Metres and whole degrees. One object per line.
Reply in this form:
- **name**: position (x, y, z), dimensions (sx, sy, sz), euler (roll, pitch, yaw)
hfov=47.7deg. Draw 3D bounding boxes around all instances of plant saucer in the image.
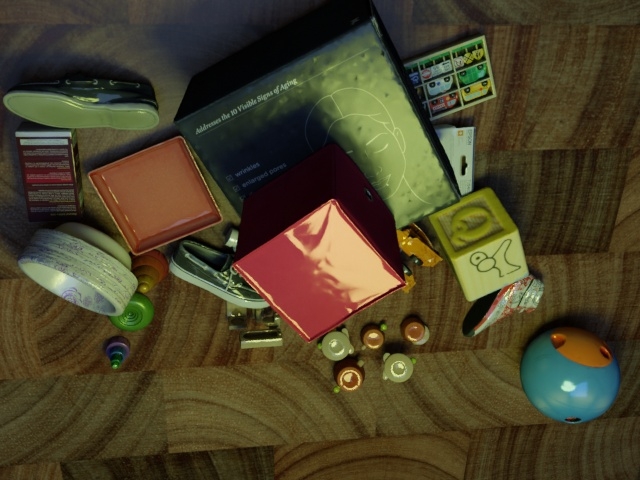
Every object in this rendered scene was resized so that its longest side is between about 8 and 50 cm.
- **plant saucer**: position (-0.416, -0.118, 1.852), dimensions (0.259, 0.047, 0.259), euler (-21, 118, 3)

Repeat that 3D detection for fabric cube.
- **fabric cube**: position (0.000, 0.000, 1.513), dimensions (0.259, 0.258, 0.254), euler (-32, 116, 18)

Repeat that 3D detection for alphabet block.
- **alphabet block**: position (0.426, 0.011, 1.950), dimensions (0.192, 0.193, 0.197), euler (-26, 135, 3)

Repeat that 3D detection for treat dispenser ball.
- **treat dispenser ball**: position (0.750, 0.404, 2.183), dimensions (0.288, 0.288, 0.288), euler (-4, 119, -7)

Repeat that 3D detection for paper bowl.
- **paper bowl**: position (-0.593, 0.062, 1.817), dimensions (0.284, 0.148, 0.284), euler (19, 154, 10)

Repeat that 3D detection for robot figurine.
- **robot figurine**: position (0.179, 0.008, 1.957), dimensions (0.291, 0.085, 0.211), euler (39, 103, -24)

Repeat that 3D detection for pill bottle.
- **pill bottle**: position (-0.193, 0.010, 1.945), dimensions (0.120, 0.067, 0.067), euler (23, 112, -20)

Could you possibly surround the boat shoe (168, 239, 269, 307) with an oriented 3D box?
- **boat shoe**: position (-0.248, 0.082, 1.950), dimensions (0.306, 0.113, 0.105), euler (27, 126, -12)

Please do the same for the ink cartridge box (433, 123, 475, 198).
- **ink cartridge box**: position (0.295, -0.196, 1.925), dimensions (0.224, 0.045, 0.223), euler (-7, 119, -6)

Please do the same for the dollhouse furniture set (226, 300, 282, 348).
- **dollhouse furniture set**: position (-0.184, 0.202, 2.003), dimensions (0.144, 0.151, 0.123), euler (-3, 118, -10)

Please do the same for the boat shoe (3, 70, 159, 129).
- **boat shoe**: position (-0.547, -0.337, 1.679), dimensions (0.340, 0.113, 0.127), euler (1, 155, -9)

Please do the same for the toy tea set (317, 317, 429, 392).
- **toy tea set**: position (0.168, 0.337, 2.177), dimensions (0.336, 0.124, 0.199), euler (-11, 90, 1)

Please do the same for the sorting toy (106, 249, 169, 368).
- **sorting toy**: position (-0.512, 0.202, 1.964), dimensions (0.127, 0.126, 0.365), euler (17, 113, -18)

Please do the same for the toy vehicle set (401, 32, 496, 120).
- **toy vehicle set**: position (0.298, -0.397, 1.823), dimensions (0.267, 0.035, 0.166), euler (-20, 119, 2)

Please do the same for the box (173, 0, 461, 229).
- **box**: position (0.002, -0.240, 1.682), dimensions (0.480, 0.297, 0.471), euler (-24, 121, 14)

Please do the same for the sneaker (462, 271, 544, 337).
- **sneaker**: position (0.550, 0.204, 2.157), dimensions (0.145, 0.090, 0.270), euler (26, 108, -18)

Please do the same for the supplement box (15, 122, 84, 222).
- **supplement box**: position (-0.657, -0.165, 1.772), dimensions (0.130, 0.073, 0.239), euler (-1, 117, -9)

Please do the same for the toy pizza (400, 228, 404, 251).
- **toy pizza**: position (0.139, 0.004, 2.015), dimensions (0.201, 0.032, 0.201), euler (-4, 119, -7)
